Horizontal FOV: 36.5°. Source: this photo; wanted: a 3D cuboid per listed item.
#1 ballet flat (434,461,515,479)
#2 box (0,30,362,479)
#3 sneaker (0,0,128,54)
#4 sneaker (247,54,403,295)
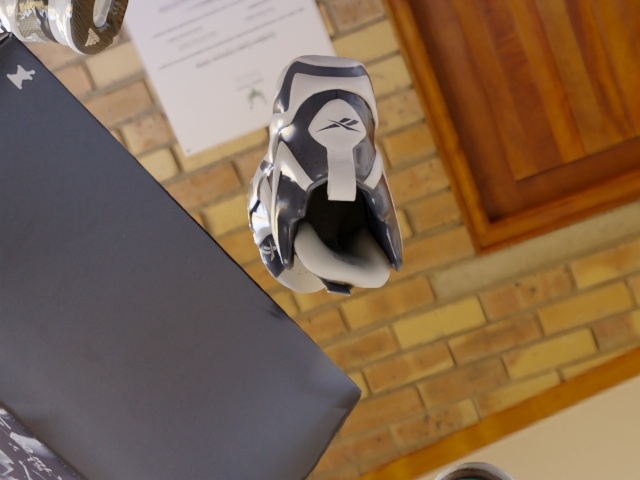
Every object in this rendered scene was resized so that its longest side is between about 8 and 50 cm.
[{"bbox_3d":[0.168,0.368,0.768,0.139,0.400,0.139,-13,173,-2],"label":"ballet flat"},{"bbox_3d":[-0.206,0.076,0.715,0.312,0.343,0.179,-22,-154,55],"label":"box"},{"bbox_3d":[-0.338,-0.456,1.191,0.257,0.448,0.169,11,165,12],"label":"sneaker"},{"bbox_3d":[0.000,0.000,0.710,0.094,0.235,0.153,5,-131,-12],"label":"sneaker"}]
